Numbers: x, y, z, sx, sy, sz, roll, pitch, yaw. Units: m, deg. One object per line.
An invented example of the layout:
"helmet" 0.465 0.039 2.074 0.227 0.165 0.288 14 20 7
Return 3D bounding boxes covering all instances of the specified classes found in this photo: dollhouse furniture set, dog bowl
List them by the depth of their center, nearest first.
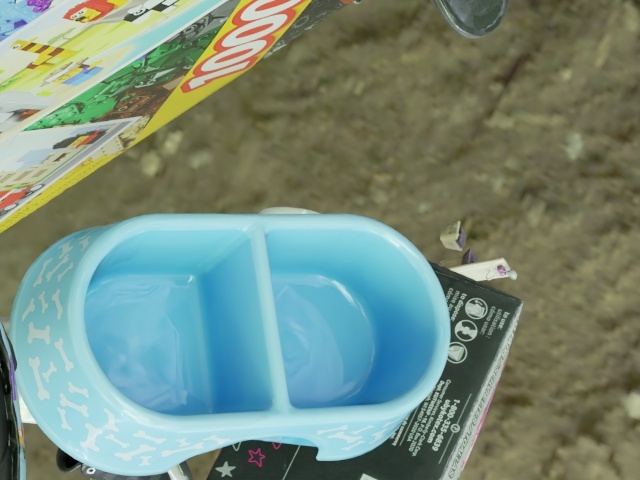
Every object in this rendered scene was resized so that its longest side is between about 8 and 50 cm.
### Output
"dog bowl" -0.046 0.058 1.123 0.074 0.297 0.166 -33 62 56
"dollhouse furniture set" 0.171 0.046 1.726 0.081 0.114 0.091 -10 46 26

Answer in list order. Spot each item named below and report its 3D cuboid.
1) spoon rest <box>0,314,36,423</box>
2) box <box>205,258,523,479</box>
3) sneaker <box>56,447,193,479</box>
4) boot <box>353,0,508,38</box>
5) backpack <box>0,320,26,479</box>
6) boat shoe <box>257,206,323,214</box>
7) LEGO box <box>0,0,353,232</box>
"spoon rest" -0.239 0.142 1.771 0.137 0.276 0.084 -80 -2 -51
"box" 0.032 0.143 1.318 0.142 0.163 0.247 88 -154 -68
"sneaker" -0.175 0.170 1.443 0.097 0.235 0.084 -28 35 -22
"boot" 0.069 -0.286 1.718 0.263 0.091 0.229 63 156 5
"backpack" -0.187 0.109 0.773 0.158 0.116 0.173 175 96 -77
"boat shoe" 0.000 0.000 1.841 0.049 0.142 0.040 128 153 -59
"LEGO box" -0.252 -0.143 1.105 0.500 0.372 0.193 -30 79 28
